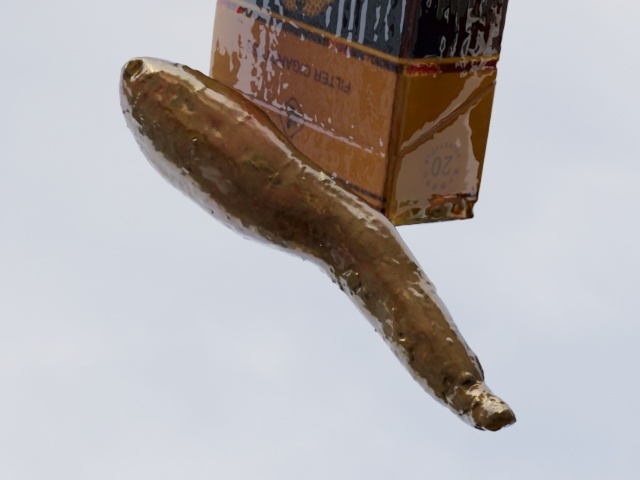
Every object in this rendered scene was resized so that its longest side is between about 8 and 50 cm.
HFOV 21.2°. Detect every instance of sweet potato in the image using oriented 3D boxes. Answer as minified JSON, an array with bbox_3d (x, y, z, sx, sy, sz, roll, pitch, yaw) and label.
[{"bbox_3d":[0.000,0.000,0.696,0.214,0.050,0.050,41,-89,9],"label":"sweet potato"}]

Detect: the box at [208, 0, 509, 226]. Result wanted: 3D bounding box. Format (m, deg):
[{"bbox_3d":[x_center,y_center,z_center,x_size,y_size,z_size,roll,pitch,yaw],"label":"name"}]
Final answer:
[{"bbox_3d":[0.019,-0.141,0.813,0.070,0.152,0.237,-10,-66,-37],"label":"box"}]
